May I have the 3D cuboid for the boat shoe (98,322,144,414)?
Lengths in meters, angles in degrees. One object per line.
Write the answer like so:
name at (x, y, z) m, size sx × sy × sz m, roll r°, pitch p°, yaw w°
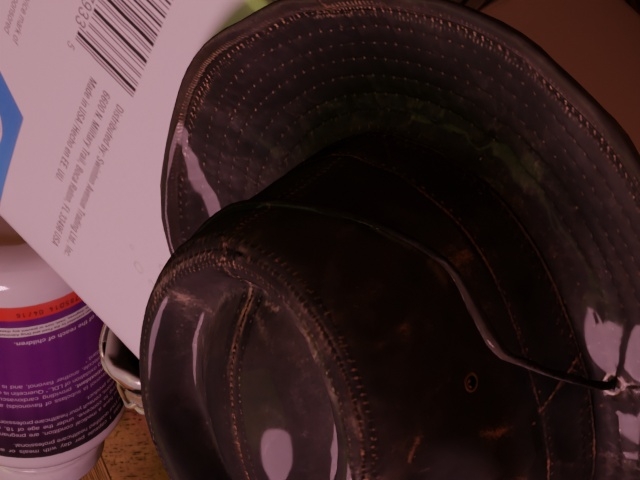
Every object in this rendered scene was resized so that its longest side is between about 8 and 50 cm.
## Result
boat shoe at (-0.127, 0.085, 1.614) m, size 0.113 × 0.103 × 0.302 m, roll 48°, pitch 151°, yaw 37°

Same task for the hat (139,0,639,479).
hat at (0.017, 0.072, 0.807) m, size 0.331 × 0.134 × 0.331 m, roll 25°, pitch 133°, yaw 30°

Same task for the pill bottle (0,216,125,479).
pill bottle at (-0.268, 0.082, 1.818) m, size 0.181 × 0.181 × 0.323 m, roll 49°, pitch 151°, yaw 37°

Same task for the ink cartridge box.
ink cartridge box at (-0.004, -0.048, 0.981) m, size 0.395 × 0.166 × 0.285 m, roll 45°, pitch 143°, yaw 12°
